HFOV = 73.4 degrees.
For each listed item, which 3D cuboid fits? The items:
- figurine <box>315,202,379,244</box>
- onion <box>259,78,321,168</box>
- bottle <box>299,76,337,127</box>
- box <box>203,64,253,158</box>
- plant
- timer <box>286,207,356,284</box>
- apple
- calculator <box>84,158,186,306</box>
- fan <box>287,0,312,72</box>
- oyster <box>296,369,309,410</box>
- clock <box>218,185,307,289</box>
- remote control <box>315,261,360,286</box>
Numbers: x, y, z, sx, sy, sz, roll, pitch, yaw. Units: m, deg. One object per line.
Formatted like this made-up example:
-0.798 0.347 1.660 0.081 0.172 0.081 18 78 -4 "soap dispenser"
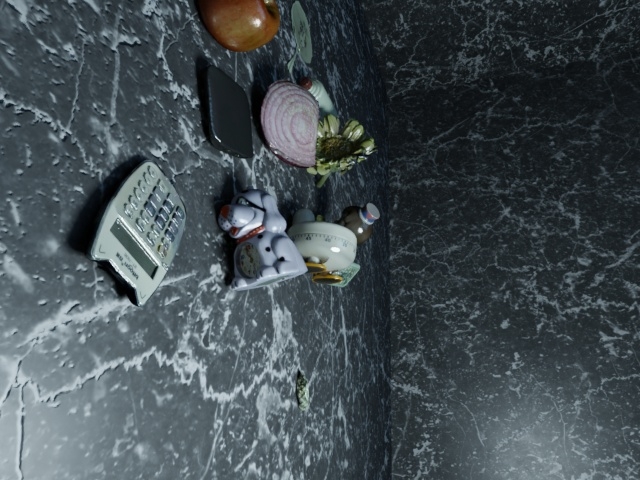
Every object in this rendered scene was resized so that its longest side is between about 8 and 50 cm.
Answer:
0.094 -0.051 1.602 0.158 0.276 0.161 67 18 -6 "figurine"
-0.118 -0.359 1.338 0.247 0.111 0.250 7 89 -48 "onion"
-0.018 -0.542 1.661 0.245 0.104 0.104 39 48 -65 "bottle"
-0.228 -0.314 1.081 0.212 0.042 0.201 -3 88 -72 "box"
0.047 -0.297 1.571 0.261 0.306 0.297 -117 -140 -61 "plant"
0.000 0.000 1.379 0.233 0.234 0.240 49 43 -60 "timer"
-0.198 -0.558 1.047 0.181 0.168 0.181 -7 90 -66 "apple"
-0.312 -0.026 0.766 0.268 0.040 0.177 -77 154 -44 "calculator"
-0.080 -0.766 1.674 0.233 0.012 0.414 63 28 -47 "fan"
-0.061 0.481 1.390 0.100 0.037 0.098 -104 -167 -50 "oyster"
-0.153 -0.016 1.062 0.189 0.189 0.254 -3 76 -71 "clock"
0.070 0.122 1.744 0.128 0.065 0.335 -52 159 4 "remote control"
